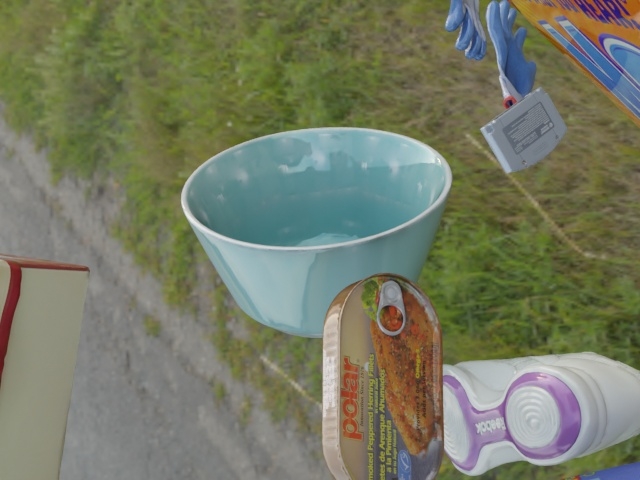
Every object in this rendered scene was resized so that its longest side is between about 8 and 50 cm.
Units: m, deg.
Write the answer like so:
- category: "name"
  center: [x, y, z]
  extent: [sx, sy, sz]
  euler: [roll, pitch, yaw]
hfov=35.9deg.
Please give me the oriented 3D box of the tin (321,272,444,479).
- category: "tin"
  center: [0.051, 0.122, 0.821]
  extent: [0.040, 0.106, 0.190]
  euler: [-18, 66, 52]

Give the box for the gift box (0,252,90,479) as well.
- category: "gift box"
  center: [-0.299, 0.120, 0.531]
  extent: [0.276, 0.255, 0.258]
  euler: [7, 88, 20]

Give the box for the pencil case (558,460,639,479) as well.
- category: "pencil case"
  center: [0.212, 0.254, 0.772]
  extent: [0.119, 0.306, 0.133]
  euler: [-50, -59, -81]

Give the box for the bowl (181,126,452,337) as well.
- category: "bowl"
  center: [0.000, 0.000, 1.164]
  extent: [0.311, 0.311, 0.163]
  euler: [36, 138, 49]

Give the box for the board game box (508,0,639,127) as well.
- category: "board game box"
  center: [0.310, -0.142, 0.380]
  extent: [0.356, 0.356, 0.356]
  euler: [-48, 11, 11]

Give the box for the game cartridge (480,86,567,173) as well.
- category: "game cartridge"
  center: [0.187, -0.098, 0.898]
  extent: [0.056, 0.083, 0.017]
  euler: [57, 153, -4]

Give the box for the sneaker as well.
- category: "sneaker"
  center: [0.217, 0.172, 0.988]
  extent: [0.305, 0.152, 0.114]
  euler: [163, 100, -66]

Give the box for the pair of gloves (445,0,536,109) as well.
- category: "pair of gloves"
  center: [0.170, -0.212, 0.991]
  extent: [0.023, 0.198, 0.159]
  euler: [-22, 43, 29]
